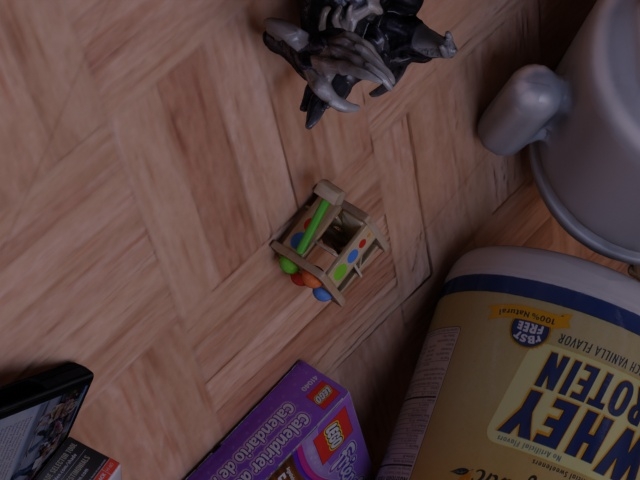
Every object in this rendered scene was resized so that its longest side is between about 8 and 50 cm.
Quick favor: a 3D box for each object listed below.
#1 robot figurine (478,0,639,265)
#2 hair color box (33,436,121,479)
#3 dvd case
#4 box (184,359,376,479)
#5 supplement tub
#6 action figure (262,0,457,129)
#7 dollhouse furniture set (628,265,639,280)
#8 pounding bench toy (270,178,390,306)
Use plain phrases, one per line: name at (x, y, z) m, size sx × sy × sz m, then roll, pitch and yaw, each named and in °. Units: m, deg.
robot figurine at (0.280, -0.099, 1.221) m, size 0.353 × 0.300 × 0.200 m, roll 110°, pitch -17°, yaw -71°
hair color box at (-0.167, 0.201, 1.030) m, size 0.072 × 0.043 × 0.141 m, roll -54°, pitch 161°, yaw -36°
dvd case at (-0.223, 0.169, 0.902) m, size 0.180 × 0.022 × 0.253 m, roll -65°, pitch 167°, yaw 11°
box at (-0.037, 0.256, 1.283) m, size 0.201 × 0.057 × 0.293 m, roll -45°, pitch 147°, yaw -21°
supplement tub at (0.168, 0.187, 1.278) m, size 0.228 × 0.228 × 0.316 m, roll 47°, pitch 59°, yaw -58°
action figure at (0.026, -0.156, 0.930) m, size 0.164 × 0.141 × 0.275 m, roll -56°, pitch 146°, yaw -6°
dollhouse furniture set at (0.421, -0.033, 1.602) m, size 0.184 × 0.129 × 0.129 m, roll -45°, pitch 147°, yaw -20°
pounding bench toy at (0.000, 0.000, 1.113) m, size 0.065 × 0.052 × 0.083 m, roll -51°, pitch 148°, yaw -10°
